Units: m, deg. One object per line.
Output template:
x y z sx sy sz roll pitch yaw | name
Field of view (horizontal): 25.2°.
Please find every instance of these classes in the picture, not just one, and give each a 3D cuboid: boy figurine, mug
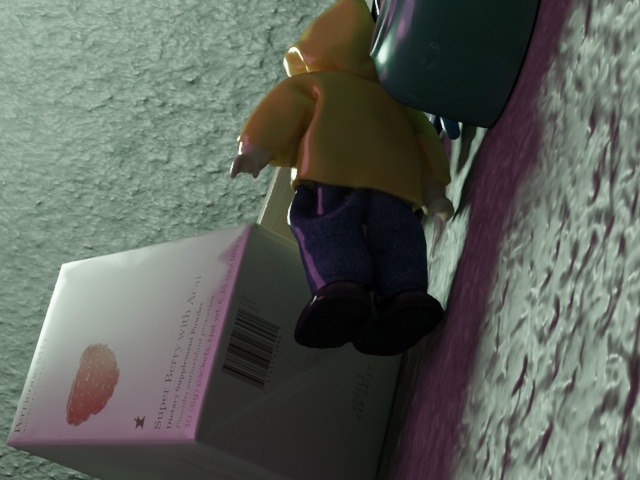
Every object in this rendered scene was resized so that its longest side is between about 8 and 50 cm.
0.013 -0.061 1.072 0.092 0.177 0.285 127 142 -51 | boy figurine
0.091 -0.155 1.045 0.158 0.097 0.129 -176 101 -85 | mug

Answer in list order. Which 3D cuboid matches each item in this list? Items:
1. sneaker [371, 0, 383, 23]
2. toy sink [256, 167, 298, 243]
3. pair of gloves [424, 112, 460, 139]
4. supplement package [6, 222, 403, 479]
0.094 -0.242 1.323 0.163 0.086 0.226 96 -178 -71 | sneaker
0.000 0.000 1.432 0.153 0.131 0.234 122 168 -75 | toy sink
0.077 -0.083 1.211 0.198 0.023 0.159 -51 13 37 | pair of gloves
-0.098 0.113 1.182 0.293 0.175 0.177 -11 59 50 | supplement package
